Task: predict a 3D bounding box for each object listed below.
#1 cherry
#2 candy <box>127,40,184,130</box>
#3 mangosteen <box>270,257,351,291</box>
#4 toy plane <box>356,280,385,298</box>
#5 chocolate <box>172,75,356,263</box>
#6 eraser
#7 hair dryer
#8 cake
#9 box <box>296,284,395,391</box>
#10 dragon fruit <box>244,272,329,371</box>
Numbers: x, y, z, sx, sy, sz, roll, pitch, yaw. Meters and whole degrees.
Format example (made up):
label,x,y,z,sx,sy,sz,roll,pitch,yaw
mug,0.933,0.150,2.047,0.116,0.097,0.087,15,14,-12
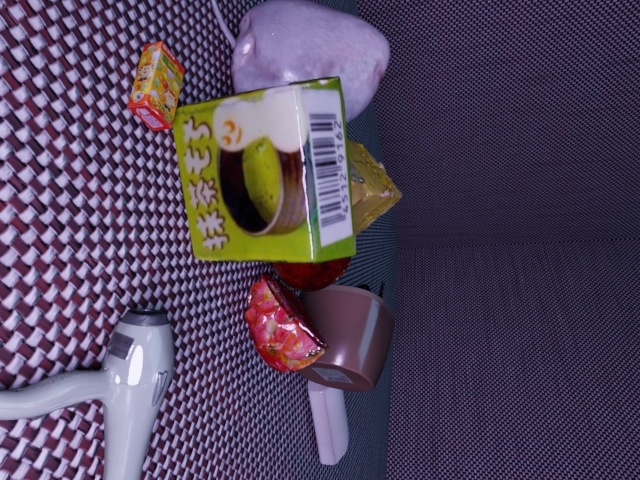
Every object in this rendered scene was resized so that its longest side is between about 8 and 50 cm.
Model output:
label,x,y,z,sx,sy,sz,roll,pitch,yaw
cherry,-0.038,-0.375,0.906,0.326,0.335,0.291,-48,154,-35
candy,-0.251,-0.237,0.629,0.062,0.038,0.122,50,40,-63
mangosteen,-0.047,0.000,0.975,0.215,0.257,0.215,-55,177,-4
toy plane,0.165,0.331,1.698,0.106,0.155,0.382,-15,118,-73
chocolate,-0.102,-0.105,0.695,0.137,0.288,0.301,-23,110,-60
eraser,0.029,0.543,1.303,0.174,0.094,0.270,-48,133,-67
hair dryer,-0.275,0.219,0.458,0.267,0.092,0.229,-23,116,-57
cake,0.046,-0.139,1.134,0.222,0.227,0.286,55,28,16
box,0.057,0.286,1.158,0.301,0.301,0.216,63,35,-52
dragon fruit,-0.089,0.184,0.884,0.261,0.163,0.189,37,-69,64
